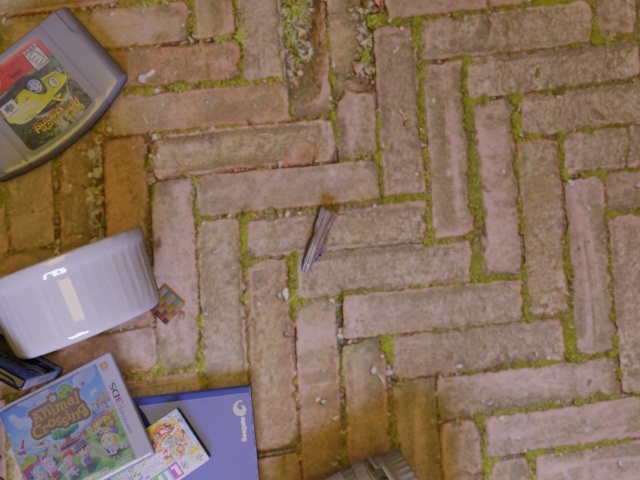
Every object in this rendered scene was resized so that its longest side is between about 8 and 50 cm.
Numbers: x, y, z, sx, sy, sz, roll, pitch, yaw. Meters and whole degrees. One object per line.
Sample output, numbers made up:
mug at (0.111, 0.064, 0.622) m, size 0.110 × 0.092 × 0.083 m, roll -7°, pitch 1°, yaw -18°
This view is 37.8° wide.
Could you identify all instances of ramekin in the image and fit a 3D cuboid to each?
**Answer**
ramekin at (-0.397, 0.087, 1.518) m, size 0.277 × 0.277 × 0.135 m, roll -21°, pitch 94°, yaw -6°

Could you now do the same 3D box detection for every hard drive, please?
hard drive at (-0.269, 0.371, 1.608) m, size 0.318 × 0.040 × 0.210 m, roll -6°, pitch 84°, yaw -5°

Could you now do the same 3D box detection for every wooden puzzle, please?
wooden puzzle at (-0.275, 0.114, 1.652) m, size 0.083 × 0.006 × 0.049 m, roll 43°, pitch 82°, yaw 1°

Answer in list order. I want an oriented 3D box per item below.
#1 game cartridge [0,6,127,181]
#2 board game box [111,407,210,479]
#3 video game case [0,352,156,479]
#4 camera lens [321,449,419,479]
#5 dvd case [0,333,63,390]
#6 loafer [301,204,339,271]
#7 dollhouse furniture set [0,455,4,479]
game cartridge at (-0.498, -0.250, 1.651) m, size 0.294 × 0.060 × 0.196 m, roll -42°, pitch 93°, yaw -7°
board game box at (-0.278, 0.367, 1.573) m, size 0.154 × 0.026 × 0.103 m, roll -34°, pitch 88°, yaw -7°
video game case at (-0.408, 0.318, 1.560) m, size 0.212 × 0.023 × 0.193 m, roll -27°, pitch 70°, yaw -4°
camera lens at (0.050, 0.493, 1.531) m, size 0.274 × 0.219 × 0.219 m, roll -26°, pitch 87°, yaw -7°
dvd case at (-0.523, 0.180, 1.501) m, size 0.180 × 0.253 × 0.022 m, roll 28°, pitch 86°, yaw -1°
loafer at (0.000, 0.000, 1.669) m, size 0.039 × 0.045 × 0.125 m, roll 19°, pitch 80°, yaw -9°
dollhouse furniture set at (-0.657, 0.303, 1.498) m, size 0.242 × 0.161 × 0.212 m, roll -15°, pitch 69°, yaw 2°
